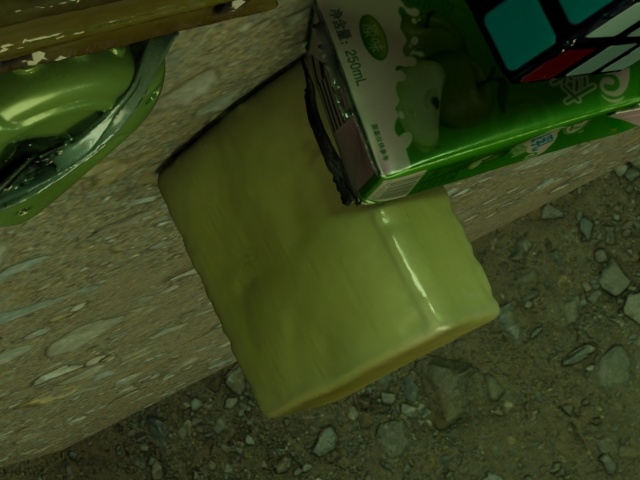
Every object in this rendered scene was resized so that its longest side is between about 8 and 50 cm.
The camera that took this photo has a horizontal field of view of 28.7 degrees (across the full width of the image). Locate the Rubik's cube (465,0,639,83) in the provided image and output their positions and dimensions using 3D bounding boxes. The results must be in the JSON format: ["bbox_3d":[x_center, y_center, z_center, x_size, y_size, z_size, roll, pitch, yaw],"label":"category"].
[{"bbox_3d":[0.179,-0.206,0.774,0.162,0.160,0.163,-33,167,39],"label":"Rubik's cube"}]

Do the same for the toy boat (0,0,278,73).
[{"bbox_3d":[-0.070,-0.148,0.586,0.446,0.135,0.162,-20,174,-28],"label":"toy boat"}]

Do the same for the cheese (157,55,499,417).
[{"bbox_3d":[0.000,0.000,1.132,0.124,0.265,0.242,-15,166,-45],"label":"cheese"}]

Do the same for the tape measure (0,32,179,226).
[{"bbox_3d":[-0.183,-0.076,0.751,0.200,0.106,0.175,-32,171,28],"label":"tape measure"}]

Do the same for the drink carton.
[{"bbox_3d":[0.126,-0.141,0.987,0.271,0.161,0.108,-17,170,-11],"label":"drink carton"}]
